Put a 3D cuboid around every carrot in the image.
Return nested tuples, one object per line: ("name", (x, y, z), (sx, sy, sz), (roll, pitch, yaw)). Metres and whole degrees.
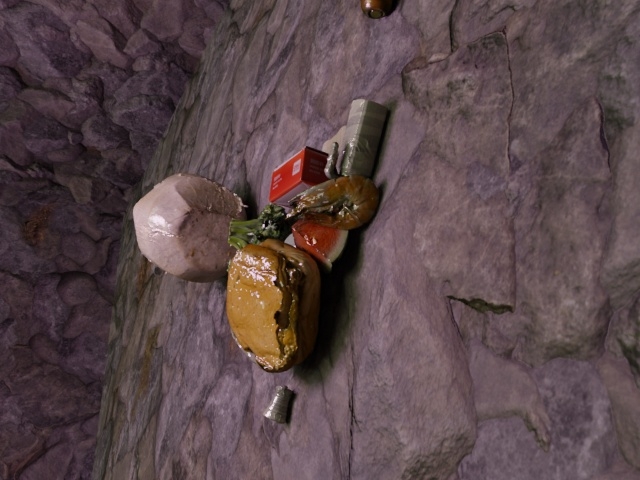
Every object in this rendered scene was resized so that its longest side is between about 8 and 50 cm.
("carrot", (0.139, -0.632, 1.616), (0.087, 0.087, 0.193), (-24, 57, 58))

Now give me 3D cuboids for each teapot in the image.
("teapot", (-0.094, 0.380, 1.565), (0.067, 0.057, 0.083), (53, -123, -86))
("teapot", (0.074, -0.211, 1.485), (0.077, 0.107, 0.200), (11, 86, 59))

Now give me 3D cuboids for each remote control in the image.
("remote control", (0.043, -0.230, 1.643), (0.122, 0.032, 0.074), (-33, 48, 55))

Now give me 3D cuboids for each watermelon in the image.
("watermelon", (0.018, 0.003, 1.503), (0.145, 0.137, 0.193), (38, 118, 29))

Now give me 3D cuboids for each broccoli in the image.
("broccoli", (-0.159, 0.007, 1.758), (0.198, 0.176, 0.226), (152, 113, -63))

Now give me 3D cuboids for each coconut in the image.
("coconut", (-0.417, -0.046, 2.115), (0.360, 0.346, 0.346), (19, 93, 57))

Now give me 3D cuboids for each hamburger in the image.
("hamburger", (-0.102, 0.152, 1.529), (0.318, 0.158, 0.319), (20, 113, 57))

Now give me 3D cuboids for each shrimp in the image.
("shrimp", (0.023, -0.072, 1.446), (0.051, 0.217, 0.115), (-5, -100, -77))

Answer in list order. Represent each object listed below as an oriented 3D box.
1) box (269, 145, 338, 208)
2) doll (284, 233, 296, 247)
("box", (-0.029, -0.143, 1.624), (0.182, 0.133, 0.099), (-28, 50, 58))
("doll", (-0.063, 0.046, 1.656), (0.103, 0.071, 0.214), (39, 111, 63))
